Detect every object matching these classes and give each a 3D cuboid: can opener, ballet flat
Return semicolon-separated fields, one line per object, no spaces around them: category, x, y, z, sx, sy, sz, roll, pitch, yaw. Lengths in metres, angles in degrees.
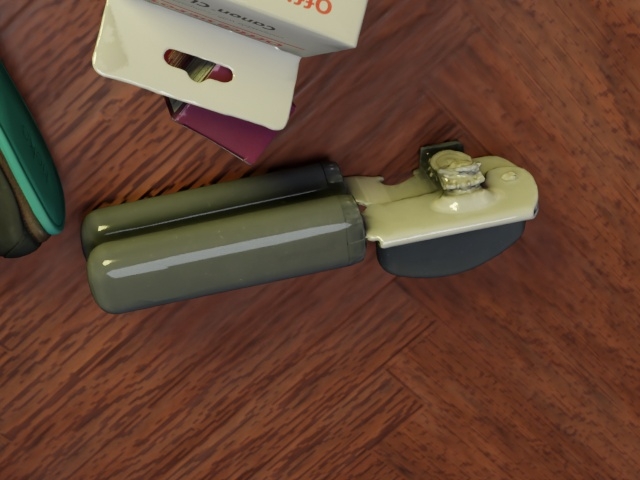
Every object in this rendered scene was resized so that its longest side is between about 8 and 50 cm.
can opener;0.000;0.000;0.824;0.280;0.074;0.093;-9;124;-12
ballet flat;-0.208;-0.101;0.690;0.096;0.095;0.280;-8;124;2

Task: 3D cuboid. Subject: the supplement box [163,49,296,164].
supplement box;-0.055;-0.087;0.748;0.055;0.083;0.043;30;109;-31

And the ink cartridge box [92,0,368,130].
ink cartridge box;-0.030;-0.162;0.667;0.115;0.067;0.198;15;86;-25
